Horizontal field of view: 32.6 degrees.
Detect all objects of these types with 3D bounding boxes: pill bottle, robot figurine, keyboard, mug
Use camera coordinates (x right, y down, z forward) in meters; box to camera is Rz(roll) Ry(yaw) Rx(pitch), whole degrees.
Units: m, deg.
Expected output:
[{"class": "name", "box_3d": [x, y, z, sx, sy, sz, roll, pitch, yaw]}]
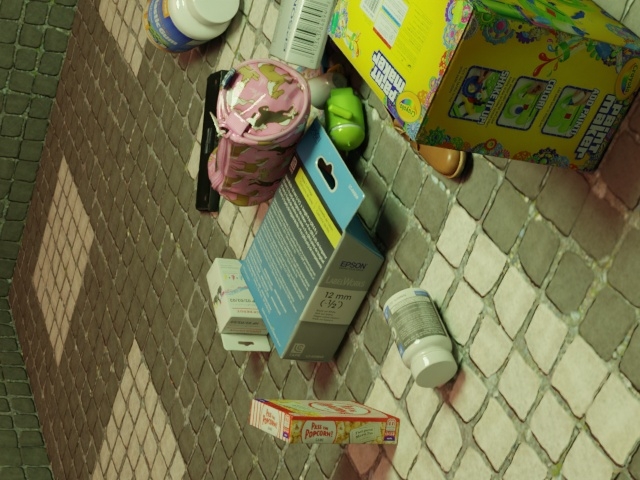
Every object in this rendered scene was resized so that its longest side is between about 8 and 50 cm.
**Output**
[{"class": "pill bottle", "box_3d": [-0.289, -0.518, 2.462, 0.272, 0.152, 0.152, -4, 81, 62]}, {"class": "robot figurine", "box_3d": [0.042, -0.206, 1.889, 0.101, 0.067, 0.115, 93, 171, -70]}, {"class": "pill bottle", "box_3d": [0.149, 0.144, 1.619, 0.078, 0.078, 0.137, -60, 36, 37]}, {"class": "keyboard", "box_3d": [-0.227, -0.221, 2.424, 0.201, 0.033, 0.317, -175, 89, -68]}, {"class": "mug", "box_3d": [0.014, -0.282, 1.965, 0.064, 0.062, 0.078, -24, 70, 49]}]

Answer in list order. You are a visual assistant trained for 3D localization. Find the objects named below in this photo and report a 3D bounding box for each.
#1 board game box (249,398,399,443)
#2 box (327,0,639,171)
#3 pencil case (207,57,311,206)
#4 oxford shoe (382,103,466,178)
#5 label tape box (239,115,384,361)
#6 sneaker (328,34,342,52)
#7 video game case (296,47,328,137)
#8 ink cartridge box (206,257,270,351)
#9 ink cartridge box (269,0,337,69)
[{"class": "board game box", "box_3d": [0.005, 0.288, 1.737, 0.146, 0.193, 0.045, 7, 91, 61]}, {"class": "box", "box_3d": [0.206, -0.250, 1.377, 0.177, 0.279, 0.290, -67, 32, 29]}, {"class": "pencil case", "box_3d": [-0.118, -0.184, 1.974, 0.386, 0.167, 0.160, 115, 162, -73]}, {"class": "oxford shoe", "box_3d": [0.153, -0.162, 1.672, 0.212, 0.076, 0.076, 56, 131, 47]}, {"class": "label tape box", "box_3d": [0.000, 0.000, 1.887, 0.348, 0.115, 0.249, -62, 36, 28]}, {"class": "sneaker", "box_3d": [0.086, -0.327, 1.813, 0.236, 0.095, 0.105, 1, 94, 60]}, {"class": "video game case", "box_3d": [-0.016, -0.265, 2.061, 0.119, 0.015, 0.166, -35, 55, 55]}, {"class": "ink cartridge box", "box_3d": [-0.151, 0.126, 2.144, 0.061, 0.104, 0.181, -56, 40, 42]}, {"class": "ink cartridge box", "box_3d": [-0.017, -0.475, 1.936, 0.330, 0.071, 0.324, -132, 55, -73]}]
